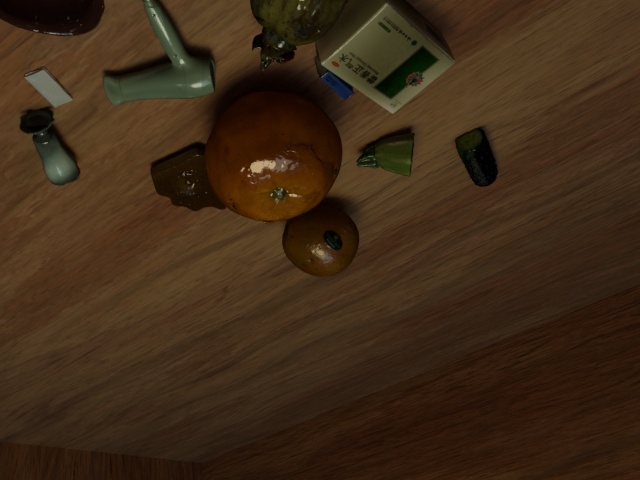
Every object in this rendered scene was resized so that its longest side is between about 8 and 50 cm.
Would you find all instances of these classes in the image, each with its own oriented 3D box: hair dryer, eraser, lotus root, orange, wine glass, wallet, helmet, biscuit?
[{"bbox_3d":[-0.306,-0.347,1.000,0.206,0.075,0.237,-7,139,2],"label":"hair dryer"},{"bbox_3d":[0.027,-0.325,1.127,0.027,0.063,0.085,-32,142,26],"label":"eraser"},{"bbox_3d":[-0.038,-0.397,0.930,0.154,0.154,0.278,4,143,-23],"label":"lotus root"},{"bbox_3d":[0.000,0.000,1.491,0.206,0.206,0.206,-9,147,-6],"label":"orange"},{"bbox_3d":[-0.538,-0.183,1.139,0.072,0.072,0.155,-8,145,-7],"label":"wine glass"},{"bbox_3d":[-0.503,-0.282,1.057,0.044,0.011,0.083,-19,146,8],"label":"wallet"},{"bbox_3d":[-0.406,-0.394,0.837,0.175,0.106,0.155,19,137,-42],"label":"helmet"},{"bbox_3d":[-0.282,-0.134,1.334,0.182,0.034,0.215,-21,148,14],"label":"biscuit"},{"bbox_3d":[-0.097,-0.172,1.166,0.284,0.226,0.284,-13,146,-9],"label":"orange"}]

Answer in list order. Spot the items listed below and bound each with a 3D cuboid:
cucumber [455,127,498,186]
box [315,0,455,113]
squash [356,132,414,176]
[{"bbox_3d":[0.408,-0.195,1.452,0.078,0.062,0.211,-25,145,16],"label":"cucumber"},{"bbox_3d":[0.120,-0.361,1.080,0.212,0.095,0.168,22,136,-40],"label":"box"},{"bbox_3d":[0.153,-0.205,1.346,0.132,0.105,0.105,4,148,8],"label":"squash"}]
